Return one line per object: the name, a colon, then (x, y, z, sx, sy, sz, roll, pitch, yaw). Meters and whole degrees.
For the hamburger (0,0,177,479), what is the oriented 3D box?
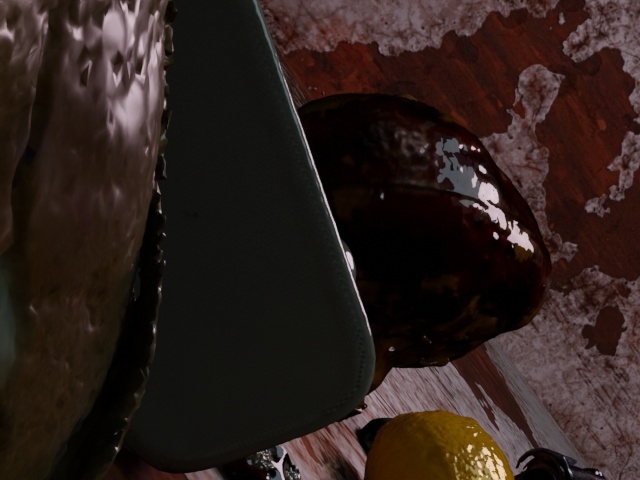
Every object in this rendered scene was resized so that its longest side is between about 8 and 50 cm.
hamburger: (-0.163, -0.026, 0.480, 0.277, 0.195, 0.318, 79, 25, -59)

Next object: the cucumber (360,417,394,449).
cucumber: (0.120, 0.253, 1.723, 0.244, 0.063, 0.115, 40, 17, -56)

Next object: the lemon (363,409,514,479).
lemon: (0.111, 0.233, 1.476, 0.142, 0.142, 0.187, 47, 6, -43)

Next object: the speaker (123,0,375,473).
speaker: (-0.104, -0.066, 1.044, 0.184, 0.183, 0.406, -131, -158, -84)

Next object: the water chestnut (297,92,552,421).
water chestnut: (0.070, 0.028, 1.616, 0.335, 0.335, 0.347, 46, 42, -46)

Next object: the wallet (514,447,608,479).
wallet: (0.233, 0.349, 1.571, 0.221, 0.071, 0.262, 35, 60, -67)

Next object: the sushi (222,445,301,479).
sushi: (-0.051, 0.177, 1.177, 0.083, 0.044, 0.046, 50, 32, -21)
